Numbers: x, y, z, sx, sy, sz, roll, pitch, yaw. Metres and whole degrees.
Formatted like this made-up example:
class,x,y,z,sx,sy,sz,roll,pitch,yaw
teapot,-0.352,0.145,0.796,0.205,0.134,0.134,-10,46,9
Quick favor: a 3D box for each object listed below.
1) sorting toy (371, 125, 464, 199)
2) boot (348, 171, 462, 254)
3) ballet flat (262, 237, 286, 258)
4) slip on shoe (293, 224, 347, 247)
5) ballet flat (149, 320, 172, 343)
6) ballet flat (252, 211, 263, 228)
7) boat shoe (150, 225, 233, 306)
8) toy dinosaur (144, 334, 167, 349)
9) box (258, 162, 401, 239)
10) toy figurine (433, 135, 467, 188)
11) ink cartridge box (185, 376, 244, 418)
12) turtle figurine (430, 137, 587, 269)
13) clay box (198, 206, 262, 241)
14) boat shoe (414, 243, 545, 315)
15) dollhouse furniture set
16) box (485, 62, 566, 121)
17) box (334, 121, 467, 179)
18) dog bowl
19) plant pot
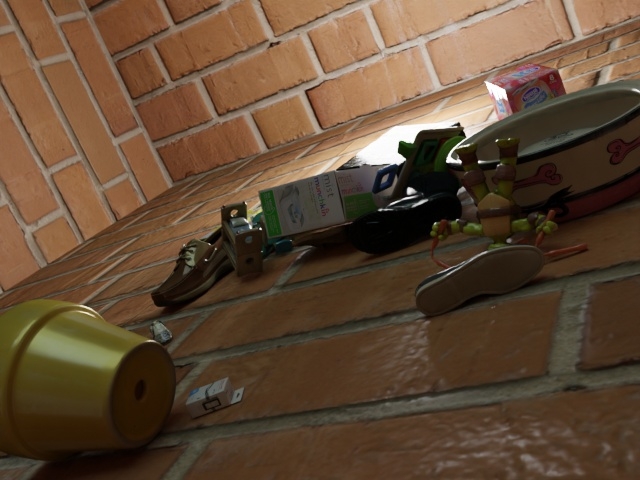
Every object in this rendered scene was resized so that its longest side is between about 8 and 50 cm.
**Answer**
class,x,y,z,sx,sy,sz,roll,pitch,yaw
sorting toy,0.257,-0.175,1.763,0.047,0.196,0.347,41,33,27
boot,0.185,-0.064,1.619,0.246,0.094,0.207,-19,15,12
ballet flat,-0.158,0.018,1.959,0.188,0.070,0.070,-32,16,-35
slip on shoe,0.000,0.000,1.780,0.135,0.041,0.051,-16,-1,18
ballet flat,-0.352,0.196,1.637,0.041,0.041,0.114,-28,15,-17
ballet flat,-0.076,-0.065,2.032,0.247,0.087,0.083,-21,32,38
boat shoe,-0.313,0.056,1.917,0.122,0.120,0.324,-12,18,39
toy dinosaur,-0.350,0.241,1.518,0.082,0.047,0.090,-11,50,12
box,0.028,-0.097,1.784,0.231,0.127,0.262,-11,1,36
toy figurine,0.372,-0.157,1.695,0.173,0.130,0.159,-2,18,-35
ink cartridge box,-0.166,0.245,1.188,0.083,0.028,0.048,-21,15,7
turtle figurine,0.303,-0.057,1.249,0.269,0.218,0.087,-4,5,37
clay box,-0.252,-0.037,2.292,0.127,0.053,0.222,-11,17,40
boat shoe,0.241,0.050,1.163,0.206,0.075,0.065,-24,17,16
dollhouse furniture set,-0.136,-0.018,1.837,0.183,0.129,0.129,-12,39,-20
box,0.578,-0.397,2.107,0.154,0.142,0.300,-20,15,8
box,0.223,-0.237,2.142,0.257,0.079,0.322,-35,20,-21
dog bowl,0.456,-0.161,1.435,0.407,0.150,0.408,-23,14,6
plant pot,-0.371,0.227,1.191,0.238,0.254,0.254,2,25,25
